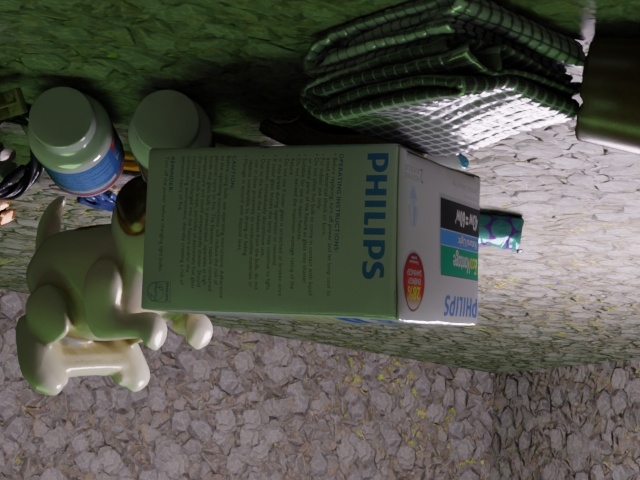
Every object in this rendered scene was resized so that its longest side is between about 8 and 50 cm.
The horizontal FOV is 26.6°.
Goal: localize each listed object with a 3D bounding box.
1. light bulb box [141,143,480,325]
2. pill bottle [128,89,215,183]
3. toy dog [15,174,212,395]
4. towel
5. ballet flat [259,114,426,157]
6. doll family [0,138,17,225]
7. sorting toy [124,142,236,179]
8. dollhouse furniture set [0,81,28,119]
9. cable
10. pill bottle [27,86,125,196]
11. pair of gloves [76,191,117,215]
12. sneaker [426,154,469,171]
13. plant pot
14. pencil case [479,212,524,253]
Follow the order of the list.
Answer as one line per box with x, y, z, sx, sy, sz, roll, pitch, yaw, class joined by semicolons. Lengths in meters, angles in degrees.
0.000;0.000;1.862;0.361;0.225;0.358;0;176;23;light bulb box
-0.214;-0.142;1.968;0.121;0.121;0.216;5;168;0;pill bottle
-0.325;0.043;2.410;0.285;0.395;0.408;15;137;-44;toy dog
0.148;-0.186;1.634;0.235;0.121;0.284;15;164;-41;towel
0.036;-0.156;1.981;0.250;0.058;0.084;11;-157;-2;ballet flat
-0.559;-0.099;2.165;0.163;0.263;0.118;23;-148;32;doll family
-0.176;-0.126;2.208;0.348;0.047;0.196;11;162;-27;sorting toy
-0.534;-0.209;1.880;0.129;0.129;0.184;-7;-168;45;dollhouse furniture set
-0.481;-0.134;2.055;0.047;0.150;0.184;31;-175;21;cable
-0.362;-0.148;1.995;0.124;0.124;0.221;5;168;0;pill bottle
-0.358;-0.074;2.561;0.198;0.023;0.159;0;165;17;pair of gloves
0.123;-0.100;2.088;0.229;0.092;0.087;-3;165;33;sneaker
0.389;-0.167;1.575;0.165;0.167;0.167;11;169;15;plant pot
0.293;-0.017;2.461;0.152;0.064;0.070;7;142;-7;pencil case
